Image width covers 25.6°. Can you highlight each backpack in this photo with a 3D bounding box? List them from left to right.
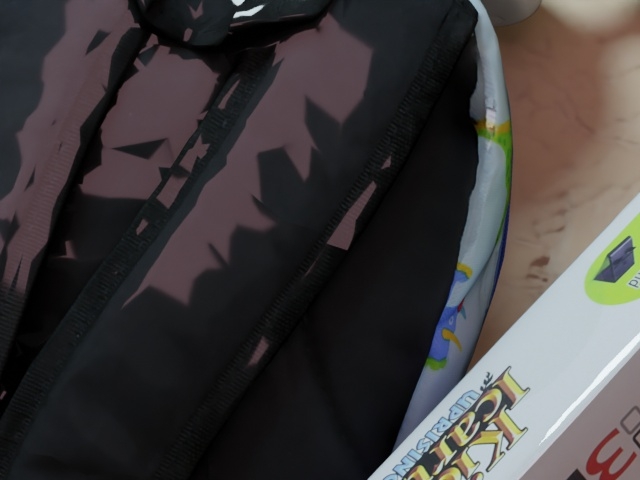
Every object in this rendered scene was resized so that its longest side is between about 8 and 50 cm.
[{"bbox_3d":[-0.070,0.023,0.540,0.290,0.273,0.356,24,107,12],"label":"backpack"}]

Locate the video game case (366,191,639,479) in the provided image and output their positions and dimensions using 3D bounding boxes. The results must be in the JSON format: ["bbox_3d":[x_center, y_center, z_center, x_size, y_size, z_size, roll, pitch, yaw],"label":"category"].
[{"bbox_3d":[0.149,0.126,0.492,0.244,0.061,0.269,-45,116,-9],"label":"video game case"}]

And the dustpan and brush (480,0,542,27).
[{"bbox_3d":[0.086,-0.133,0.655,0.211,0.147,0.060,20,83,-15],"label":"dustpan and brush"}]
